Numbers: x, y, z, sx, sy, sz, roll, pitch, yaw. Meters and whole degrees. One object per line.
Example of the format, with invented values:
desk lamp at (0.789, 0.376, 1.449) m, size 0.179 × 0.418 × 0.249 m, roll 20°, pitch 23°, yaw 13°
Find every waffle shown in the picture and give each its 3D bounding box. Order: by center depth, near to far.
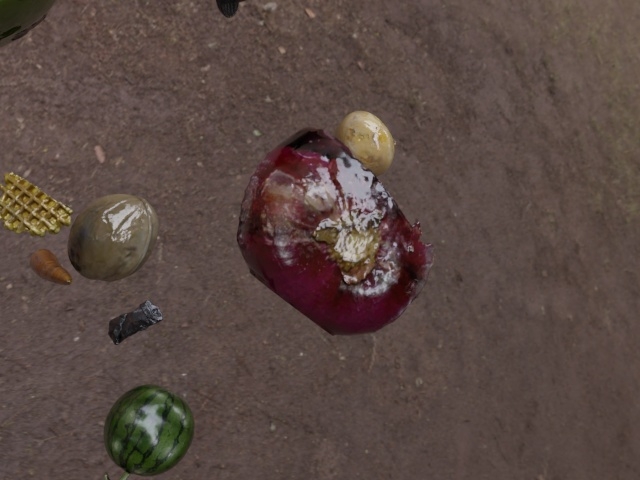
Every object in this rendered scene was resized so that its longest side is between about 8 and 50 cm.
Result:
waffle at (-0.680, -0.086, 1.455) m, size 0.192 × 0.046 × 0.160 m, roll 1°, pitch 70°, yaw 1°

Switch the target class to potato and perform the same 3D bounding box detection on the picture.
potato at (0.074, -0.163, 1.060) m, size 0.110 × 0.178 × 0.118 m, roll 11°, pitch 92°, yaw -6°

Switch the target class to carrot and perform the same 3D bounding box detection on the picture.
carrot at (-0.468, 0.053, 1.067) m, size 0.048 × 0.216 × 0.048 m, roll -8°, pitch 104°, yaw -34°

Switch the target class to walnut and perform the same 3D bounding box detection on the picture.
walnut at (-0.350, -0.005, 1.035) m, size 0.140 × 0.140 × 0.162 m, roll 17°, pitch 99°, yaw -37°

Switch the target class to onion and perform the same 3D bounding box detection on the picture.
onion at (0.000, 0.000, 0.606) m, size 0.195 × 0.218 × 0.140 m, roll 42°, pitch 83°, yaw -12°

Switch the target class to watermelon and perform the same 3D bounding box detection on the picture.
watermelon at (-0.192, 0.216, 0.681) m, size 0.109 × 0.109 × 0.108 m, roll 14°, pitch 68°, yaw -38°

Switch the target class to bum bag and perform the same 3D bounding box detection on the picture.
bum bag at (-0.396, 0.173, 1.296) m, size 0.125 × 0.034 × 0.057 m, roll -26°, pitch 81°, yaw 0°

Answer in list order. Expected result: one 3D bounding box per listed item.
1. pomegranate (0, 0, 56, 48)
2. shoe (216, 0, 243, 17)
pomegranate at (-0.195, -0.199, 0.316) m, size 0.241 × 0.159 × 0.189 m, roll -39°, pitch 111°, yaw -21°
shoe at (-0.124, -0.414, 0.929) m, size 0.062 × 0.053 × 0.159 m, roll -55°, pitch 158°, yaw -47°
